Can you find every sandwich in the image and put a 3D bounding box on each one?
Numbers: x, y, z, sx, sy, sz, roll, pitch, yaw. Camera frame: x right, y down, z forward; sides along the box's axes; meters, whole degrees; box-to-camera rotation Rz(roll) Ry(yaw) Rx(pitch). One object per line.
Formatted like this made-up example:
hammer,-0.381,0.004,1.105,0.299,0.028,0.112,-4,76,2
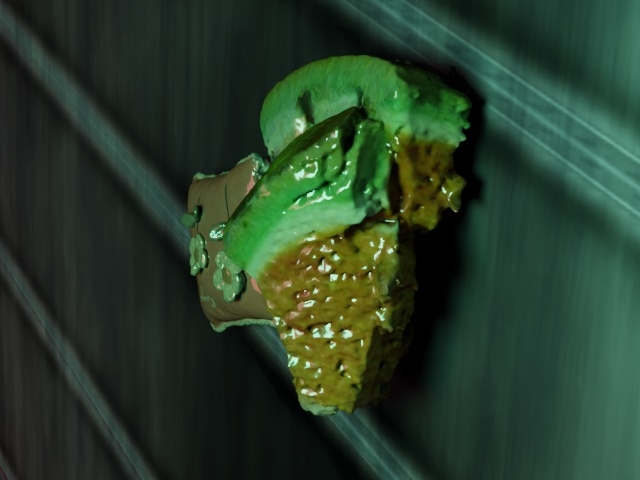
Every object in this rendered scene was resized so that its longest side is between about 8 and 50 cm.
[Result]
sandwich,0.000,0.000,1.098,0.250,0.162,0.301,15,107,62

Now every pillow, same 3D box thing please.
pillow,-0.086,0.007,1.329,0.179,0.075,0.171,-9,90,61
